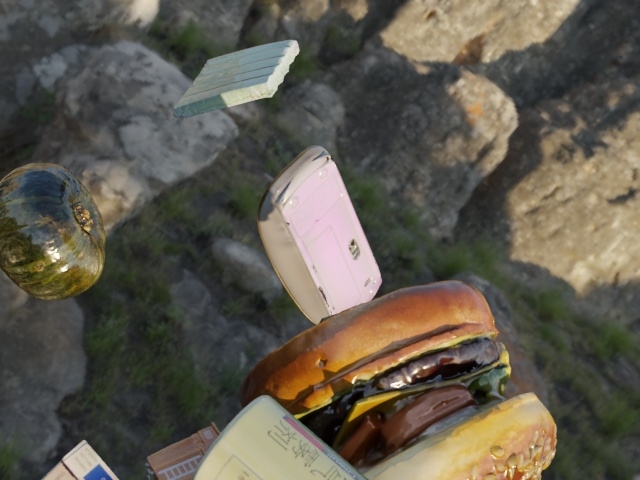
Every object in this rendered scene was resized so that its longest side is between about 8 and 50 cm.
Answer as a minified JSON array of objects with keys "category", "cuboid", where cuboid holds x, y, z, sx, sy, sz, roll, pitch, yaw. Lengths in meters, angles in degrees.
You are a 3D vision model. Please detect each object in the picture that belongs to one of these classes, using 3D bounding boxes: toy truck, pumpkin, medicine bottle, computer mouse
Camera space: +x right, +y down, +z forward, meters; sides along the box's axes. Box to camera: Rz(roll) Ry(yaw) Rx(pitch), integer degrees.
[{"category":"toy truck","cuboid":[-0.262,0.597,1.761,0.206,0.388,0.173,-17,39,-28]},{"category":"pumpkin","cuboid":[-0.431,-0.013,1.301,0.223,0.157,0.224,-17,90,-81]},{"category":"medicine bottle","cuboid":[0.043,0.166,0.382,0.231,0.059,0.059,37,16,13]},{"category":"computer mouse","cuboid":[0.000,0.000,1.229,0.071,0.158,0.310,23,-30,41]}]

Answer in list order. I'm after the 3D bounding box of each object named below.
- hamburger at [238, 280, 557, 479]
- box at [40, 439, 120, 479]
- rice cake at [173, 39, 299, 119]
[{"category":"hamburger","cuboid":[0.073,0.185,0.778,0.291,0.291,0.225,9,49,-58]},{"category":"box","cuboid":[-0.460,0.523,1.538,0.200,0.343,0.065,49,40,2]},{"category":"rice cake","cuboid":[-0.152,-0.297,1.506,0.037,0.198,0.189,63,35,-35]}]
